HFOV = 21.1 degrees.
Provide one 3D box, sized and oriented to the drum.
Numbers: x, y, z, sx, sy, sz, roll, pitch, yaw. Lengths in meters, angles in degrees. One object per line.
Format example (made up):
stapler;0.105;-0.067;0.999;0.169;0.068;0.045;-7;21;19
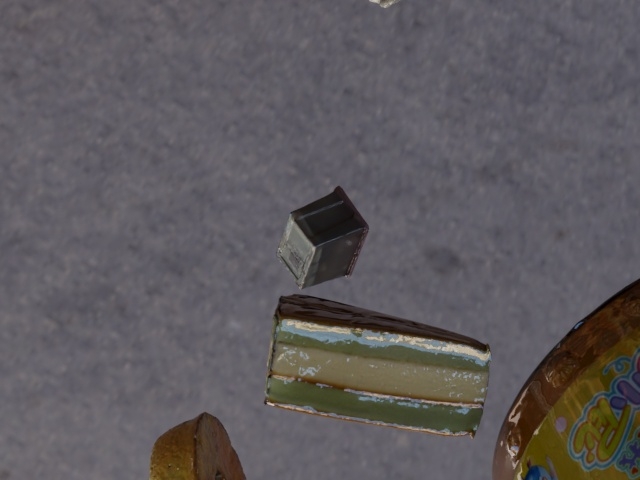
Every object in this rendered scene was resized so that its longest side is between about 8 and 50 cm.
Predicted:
drum;0.376;0.214;1.499;0.431;0.214;0.431;-14;134;-15

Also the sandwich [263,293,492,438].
sandwich;0.043;0.091;1.308;0.163;0.113;0.079;8;98;0

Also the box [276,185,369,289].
box;0.000;0.000;1.663;0.060;0.063;0.085;56;148;25

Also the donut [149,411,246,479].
donut;-0.112;0.234;1.603;0.058;0.152;0.152;-15;121;13

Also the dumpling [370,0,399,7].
dumpling;0.096;-0.369;1.895;0.147;0.193;0.258;1;135;-25
